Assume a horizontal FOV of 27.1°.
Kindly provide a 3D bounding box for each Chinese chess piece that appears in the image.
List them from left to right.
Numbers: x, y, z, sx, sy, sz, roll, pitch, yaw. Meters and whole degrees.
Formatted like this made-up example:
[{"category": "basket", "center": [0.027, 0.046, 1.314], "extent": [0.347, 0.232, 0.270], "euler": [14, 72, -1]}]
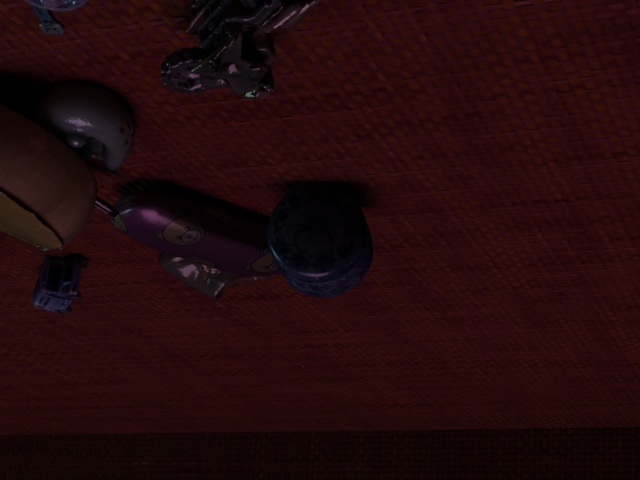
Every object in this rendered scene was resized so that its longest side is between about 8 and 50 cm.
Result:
[{"category": "Chinese chess piece", "center": [-0.415, -0.088, 1.719], "extent": [0.257, 0.104, 0.257], "euler": [26, 163, 8]}]

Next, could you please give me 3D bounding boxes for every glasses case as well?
[{"category": "glasses case", "center": [-0.174, -0.008, 2.038], "extent": [0.316, 0.076, 0.123], "euler": [19, 155, -36]}]

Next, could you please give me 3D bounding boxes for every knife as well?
[{"category": "knife", "center": [-0.313, -0.255, 1.488], "extent": [0.027, 0.010, 0.096], "euler": [1, 160, 8]}]

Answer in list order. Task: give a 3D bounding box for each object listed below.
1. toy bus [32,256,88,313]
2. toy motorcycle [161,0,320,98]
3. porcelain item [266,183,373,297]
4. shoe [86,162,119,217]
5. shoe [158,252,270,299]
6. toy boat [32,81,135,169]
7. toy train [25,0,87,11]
[{"category": "toy bus", "center": [-0.462, 0.078, 2.339], "extent": [0.076, 0.073, 0.167], "euler": [13, 159, -16]}, {"category": "toy motorcycle", "center": [-0.072, -0.222, 1.429], "extent": [0.129, 0.094, 0.229], "euler": [12, 146, -34]}, {"category": "porcelain item", "center": [0.000, 0.000, 1.922], "extent": [0.147, 0.147, 0.114], "euler": [1, 160, 8]}, {"category": "shoe", "center": [-0.340, -0.092, 1.879], "extent": [0.159, 0.053, 0.062], "euler": [38, -178, -26]}, {"category": "shoe", "center": [-0.174, 0.058, 2.221], "extent": [0.195, 0.078, 0.079], "euler": [4, 161, -9]}, {"category": "toy boat", "center": [-0.311, -0.133, 1.729], "extent": [0.134, 0.079, 0.208], "euler": [10, 161, -7]}, {"category": "toy train", "center": [-0.321, -0.305, 1.179], "extent": [0.299, 0.131, 0.202], "euler": [4, 158, 0]}]
